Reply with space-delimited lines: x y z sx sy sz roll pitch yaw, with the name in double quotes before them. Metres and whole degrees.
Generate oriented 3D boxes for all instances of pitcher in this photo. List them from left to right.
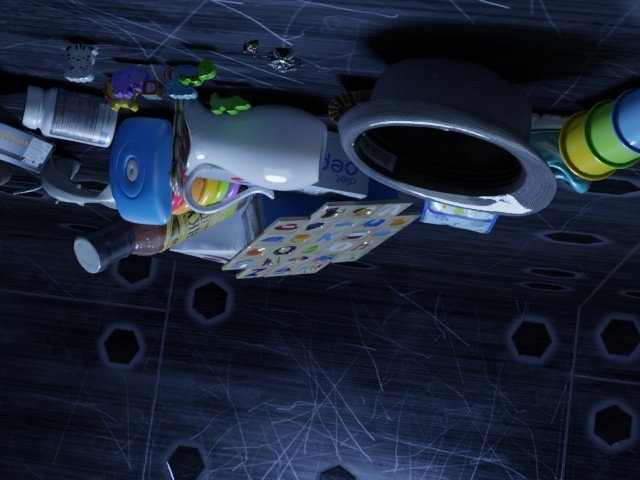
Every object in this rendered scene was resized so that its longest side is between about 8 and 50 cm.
"pitcher" -0.101 -0.118 1.662 0.207 0.178 0.125 8 -164 5

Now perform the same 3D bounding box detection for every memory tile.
"memory tile" -0.210 -0.144 1.670 0.012 0.148 0.113 3 170 -1

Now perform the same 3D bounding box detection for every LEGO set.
"LEGO set" -0.060 -0.226 1.416 0.083 0.023 0.054 11 171 -19

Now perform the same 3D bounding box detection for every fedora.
"fedora" 0.164 -0.140 1.382 0.275 0.124 0.244 13 160 9

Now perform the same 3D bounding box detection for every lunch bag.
"lunch bag" 0.244 -0.079 1.910 0.129 0.096 0.151 10 157 0

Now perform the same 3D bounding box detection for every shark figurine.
"shark figurine" -0.481 -0.129 2.130 0.166 0.116 0.278 -13 -156 -34

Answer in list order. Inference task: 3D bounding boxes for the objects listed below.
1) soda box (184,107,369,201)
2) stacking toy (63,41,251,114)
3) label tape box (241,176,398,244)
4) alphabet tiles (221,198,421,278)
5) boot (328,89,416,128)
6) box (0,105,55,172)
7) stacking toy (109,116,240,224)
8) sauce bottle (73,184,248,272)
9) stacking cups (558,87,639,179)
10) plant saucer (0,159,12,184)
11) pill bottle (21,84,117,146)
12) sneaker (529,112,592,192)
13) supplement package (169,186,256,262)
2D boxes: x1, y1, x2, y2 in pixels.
"soda box" -0.066 -0.133 1.778 0.286 0.098 0.091 10 172 -12
"stacking toy" -0.222 -0.220 1.536 0.221 0.052 0.167 4 172 13
"label tape box" 0.005 -0.044 2.029 0.249 0.115 0.347 -11 176 -12
"alphabet tiles" 0.000 0.000 1.939 0.285 0.011 0.342 -3 161 -32
"boot" 0.095 -0.182 1.508 0.158 0.059 0.084 2 -172 11
"box" -0.544 -0.193 1.708 0.183 0.056 0.231 35 -175 30
"stacking toy" -0.192 -0.120 1.911 0.302 0.175 0.166 -3 -173 -39
"sauce bottle" -0.280 -0.040 1.982 0.111 0.111 0.344 -2 -158 47
"stacking cups" 0.396 -0.141 1.325 0.096 0.096 0.316 10 171 -14
"plant saucer" -0.639 -0.174 1.791 0.310 0.050 0.310 23 -164 -7
"pill bottle" -0.388 -0.194 1.731 0.137 0.078 0.078 11 171 -18
"sneaker" 0.247 -0.121 1.549 0.275 0.110 0.107 5 171 19
"supplement package" -0.172 -0.031 2.363 0.194 0.149 0.203 0 170 40
